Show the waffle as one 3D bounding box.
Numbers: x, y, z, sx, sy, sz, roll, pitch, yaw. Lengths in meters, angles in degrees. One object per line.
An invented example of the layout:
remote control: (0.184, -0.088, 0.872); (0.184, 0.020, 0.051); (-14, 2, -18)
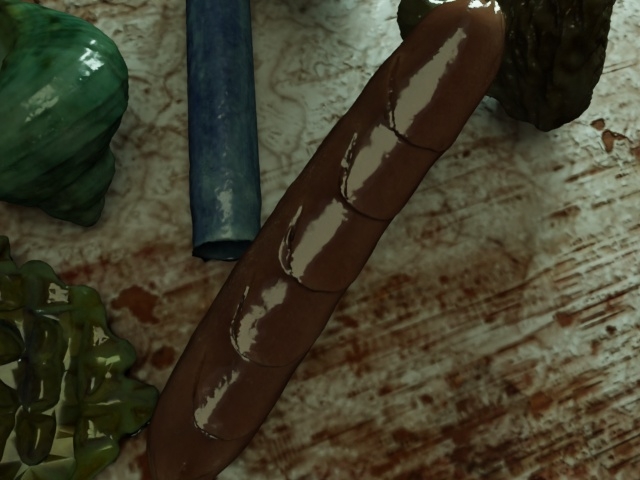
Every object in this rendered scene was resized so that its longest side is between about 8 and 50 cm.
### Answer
waffle: (-0.246, 0.113, 0.435); (0.204, 0.054, 0.223); (43, 73, 7)

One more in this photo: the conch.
conch: (-0.228, -0.103, 0.473); (0.176, 0.122, 0.188); (-26, 75, 6)

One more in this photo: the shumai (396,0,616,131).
shumai: (0.159, -0.202, 0.537); (0.176, 0.205, 0.166); (12, 32, 24)

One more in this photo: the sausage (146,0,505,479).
sausage: (0.000, 0.000, 0.451); (0.088, 0.088, 0.433); (34, 87, 4)

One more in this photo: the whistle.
whistle: (-0.084, -0.134, 0.533); (0.062, 0.062, 0.303); (-3, 73, -9)
